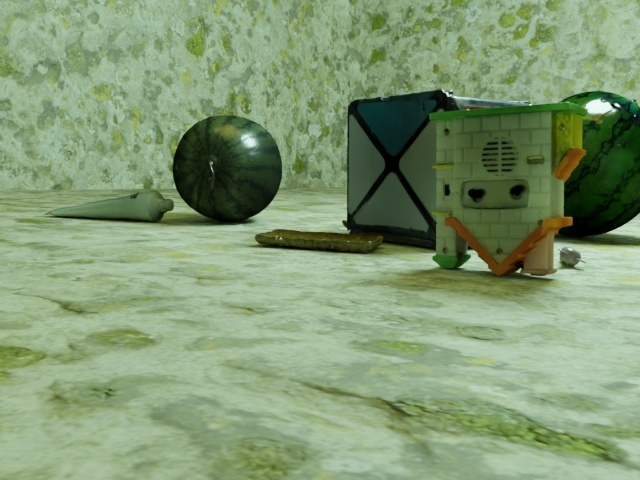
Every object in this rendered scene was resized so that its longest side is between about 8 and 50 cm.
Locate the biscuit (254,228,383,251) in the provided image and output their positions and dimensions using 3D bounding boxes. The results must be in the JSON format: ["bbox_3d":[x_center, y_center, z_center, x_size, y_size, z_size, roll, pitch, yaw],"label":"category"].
[{"bbox_3d":[0.000,0.000,1.417,0.230,0.025,0.131,4,8,17],"label":"biscuit"}]

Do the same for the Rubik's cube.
[{"bbox_3d":[0.249,-0.152,1.580,0.305,0.307,0.310,-6,8,-38],"label":"Rubik's cube"}]

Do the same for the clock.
[{"bbox_3d":[0.287,-0.076,1.145,0.219,0.256,0.106,2,4,34],"label":"clock"}]

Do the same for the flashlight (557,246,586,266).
[{"bbox_3d":[0.429,0.028,1.279,0.052,0.031,0.110,28,8,11],"label":"flashlight"}]

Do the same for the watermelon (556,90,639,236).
[{"bbox_3d":[0.646,-0.184,1.771,0.362,0.364,0.363,2,6,0],"label":"watermelon"}]

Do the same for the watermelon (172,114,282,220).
[{"bbox_3d":[-0.237,-0.185,1.892,0.278,0.279,0.359,3,4,8],"label":"watermelon"}]

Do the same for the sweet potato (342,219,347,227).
[{"bbox_3d":[0.159,-0.043,1.773,0.214,0.050,0.050,-5,8,-14],"label":"sweet potato"}]

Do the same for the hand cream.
[{"bbox_3d":[-0.522,-0.077,1.858,0.340,0.078,0.124,-4,5,21],"label":"hand cream"}]
